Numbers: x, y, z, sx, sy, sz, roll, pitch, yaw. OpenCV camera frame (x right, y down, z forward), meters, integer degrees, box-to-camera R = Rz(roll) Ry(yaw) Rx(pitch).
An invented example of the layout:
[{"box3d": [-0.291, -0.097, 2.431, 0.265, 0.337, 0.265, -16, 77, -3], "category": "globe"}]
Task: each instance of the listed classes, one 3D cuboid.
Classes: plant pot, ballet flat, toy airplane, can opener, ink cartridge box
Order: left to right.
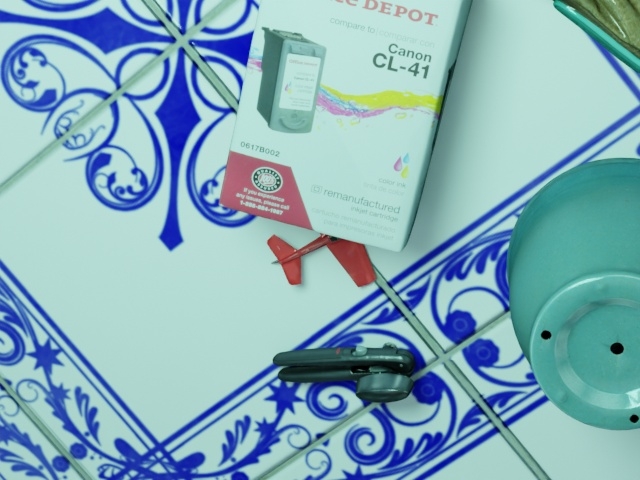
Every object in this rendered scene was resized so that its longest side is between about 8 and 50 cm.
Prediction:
[{"box3d": [0.000, 0.000, 2.016, 0.151, 0.028, 0.151, 4, 110, 11], "category": "toy airplane"}, {"box3d": [0.029, 0.154, 2.054, 0.186, 0.073, 0.059, 5, 120, 20], "category": "can opener"}, {"box3d": [0.028, -0.167, 1.887, 0.226, 0.131, 0.306, 15, 111, 6], "category": "ink cartridge box"}, {"box3d": [0.265, -0.304, 1.810, 0.342, 0.116, 0.124, 31, 93, -1], "category": "ballet flat"}, {"box3d": [0.329, 0.076, 1.851, 0.271, 0.255, 0.272, 4, 112, 11], "category": "plant pot"}]
